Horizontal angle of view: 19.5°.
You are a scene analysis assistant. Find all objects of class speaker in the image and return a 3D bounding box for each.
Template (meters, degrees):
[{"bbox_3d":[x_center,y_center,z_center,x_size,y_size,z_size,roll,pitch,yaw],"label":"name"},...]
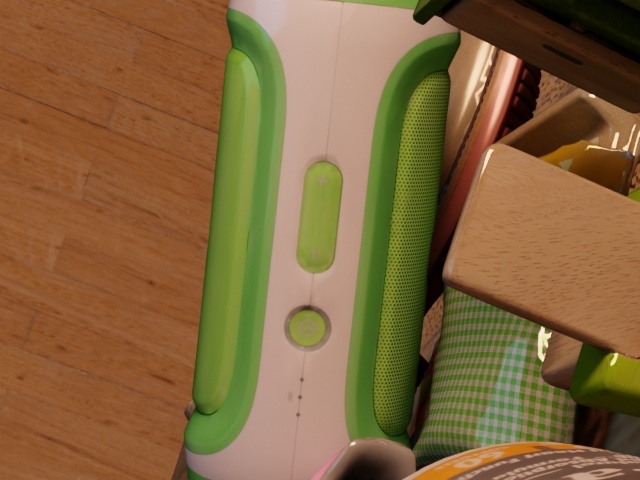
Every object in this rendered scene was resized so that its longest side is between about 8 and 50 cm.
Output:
[{"bbox_3d":[0.000,0.000,0.982,0.131,0.131,0.296,-123,39,-80],"label":"speaker"}]

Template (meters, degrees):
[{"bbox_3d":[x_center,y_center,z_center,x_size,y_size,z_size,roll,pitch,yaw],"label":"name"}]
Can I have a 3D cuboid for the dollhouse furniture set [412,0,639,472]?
[{"bbox_3d":[0.072,-0.004,0.870,0.197,0.151,0.301,-71,12,-18],"label":"dollhouse furniture set"}]

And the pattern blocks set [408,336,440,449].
[{"bbox_3d":[0.072,0.120,1.094,0.285,0.026,0.325,121,168,-51],"label":"pattern blocks set"}]

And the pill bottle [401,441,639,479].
[{"bbox_3d":[0.086,0.136,0.457,0.278,0.162,0.162,162,128,-80],"label":"pill bottle"}]

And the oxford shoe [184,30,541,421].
[{"bbox_3d":[0.029,-0.016,1.104,0.348,0.130,0.123,-64,-14,-2],"label":"oxford shoe"}]

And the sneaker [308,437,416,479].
[{"bbox_3d":[0.028,0.184,0.795,0.319,0.112,0.131,-131,56,-70],"label":"sneaker"}]
